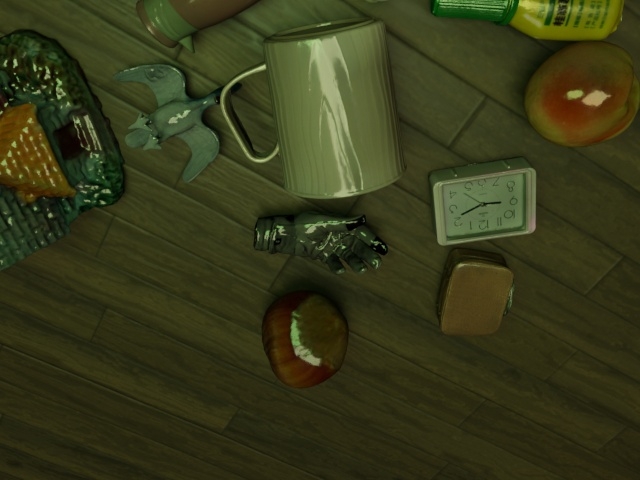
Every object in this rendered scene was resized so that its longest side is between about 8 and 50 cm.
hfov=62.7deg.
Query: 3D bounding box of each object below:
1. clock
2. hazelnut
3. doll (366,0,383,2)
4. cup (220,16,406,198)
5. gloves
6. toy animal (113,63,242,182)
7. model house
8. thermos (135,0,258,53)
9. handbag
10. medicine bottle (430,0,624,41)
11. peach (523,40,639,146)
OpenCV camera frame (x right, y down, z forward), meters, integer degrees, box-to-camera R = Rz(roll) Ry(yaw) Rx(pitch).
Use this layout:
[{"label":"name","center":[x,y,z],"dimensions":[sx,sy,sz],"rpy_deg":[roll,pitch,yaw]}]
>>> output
[{"label":"clock","center":[0.324,-0.078,1.056],"dimensions":[0.197,0.063,0.150],"rpy_deg":[-8,118,6]},{"label":"hazelnut","center":[-0.032,0.214,1.169],"dimensions":[0.186,0.210,0.210],"rpy_deg":[-19,118,-15]},{"label":"doll","center":[0.117,-0.474,0.770],"dimensions":[0.154,0.119,0.278],"rpy_deg":[25,154,-18]},{"label":"cup","center":[-0.004,-0.229,0.922],"dimensions":[0.289,0.208,0.272],"rpy_deg":[7,122,30]},{"label":"gloves","center":[-0.003,-0.007,1.078],"dimensions":[0.286,0.119,0.142],"rpy_deg":[15,130,9]},{"label":"toy animal","center":[-0.267,-0.226,0.992],"dimensions":[0.256,0.176,0.239],"rpy_deg":[-2,120,43]},{"label":"model house","center":[-0.571,-0.143,0.899],"dimensions":[0.298,0.339,0.359],"rpy_deg":[-9,117,9]},{"label":"thermos","center":[-0.186,-0.431,0.844],"dimensions":[0.265,0.145,0.176],"rpy_deg":[-27,120,21]},{"label":"handbag","center":[0.339,0.119,1.156],"dimensions":[0.152,0.072,0.193],"rpy_deg":[6,116,-2]},{"label":"medicine bottle","center":[0.340,-0.396,0.880],"dimensions":[0.309,0.076,0.111],"rpy_deg":[3,101,2]},{"label":"peach","center":[0.445,-0.245,0.904],"dimensions":[0.185,0.184,0.184],"rpy_deg":[1,118,1]}]
